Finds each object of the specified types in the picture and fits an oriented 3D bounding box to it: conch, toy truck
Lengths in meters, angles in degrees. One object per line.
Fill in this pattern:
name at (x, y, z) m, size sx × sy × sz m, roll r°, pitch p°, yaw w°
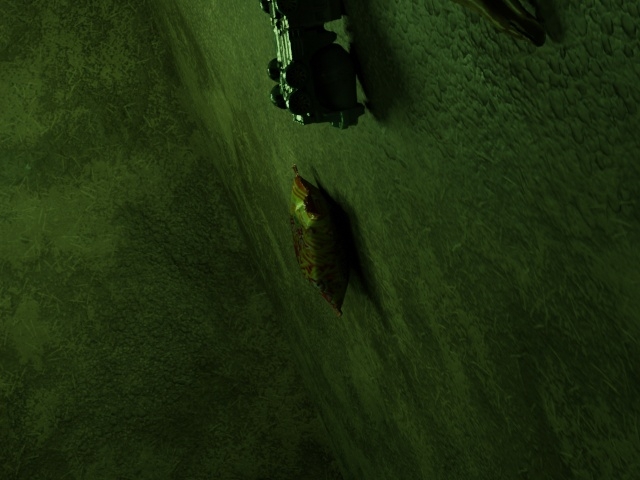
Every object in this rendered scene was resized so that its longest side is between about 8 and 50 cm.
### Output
conch at (0.131, -0.312, 1.113) m, size 0.330 × 0.109 × 0.093 m, roll 39°, pitch -163°, yaw 22°
toy truck at (-0.010, -0.303, 1.620) m, size 0.108 × 0.140 × 0.256 m, roll -143°, pitch 44°, yaw -66°

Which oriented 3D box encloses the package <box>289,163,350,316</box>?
package at (-0.002, -0.004, 2.171) m, size 0.223 × 0.108 × 0.288 m, roll -123°, pitch 22°, yaw -58°
